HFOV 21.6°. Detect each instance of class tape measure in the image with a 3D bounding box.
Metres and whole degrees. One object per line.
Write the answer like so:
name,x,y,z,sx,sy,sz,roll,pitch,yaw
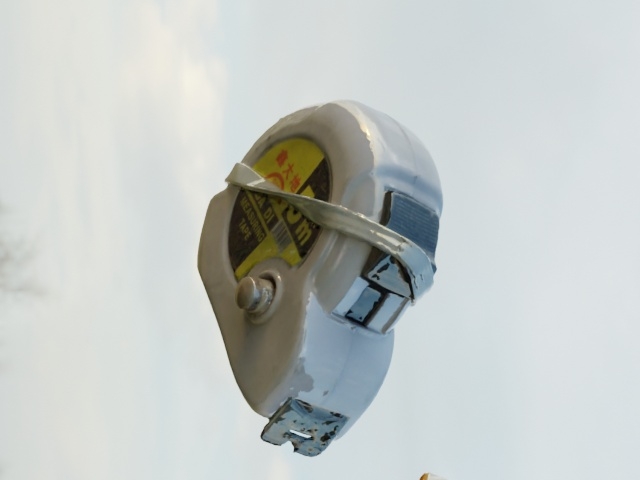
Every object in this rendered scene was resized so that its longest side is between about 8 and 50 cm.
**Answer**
tape measure,0.000,0.000,1.182,0.197,0.120,0.236,-51,-142,21

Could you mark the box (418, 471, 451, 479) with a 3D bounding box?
box,0.106,0.286,0.968,0.091,0.220,0.274,-71,-175,-57
